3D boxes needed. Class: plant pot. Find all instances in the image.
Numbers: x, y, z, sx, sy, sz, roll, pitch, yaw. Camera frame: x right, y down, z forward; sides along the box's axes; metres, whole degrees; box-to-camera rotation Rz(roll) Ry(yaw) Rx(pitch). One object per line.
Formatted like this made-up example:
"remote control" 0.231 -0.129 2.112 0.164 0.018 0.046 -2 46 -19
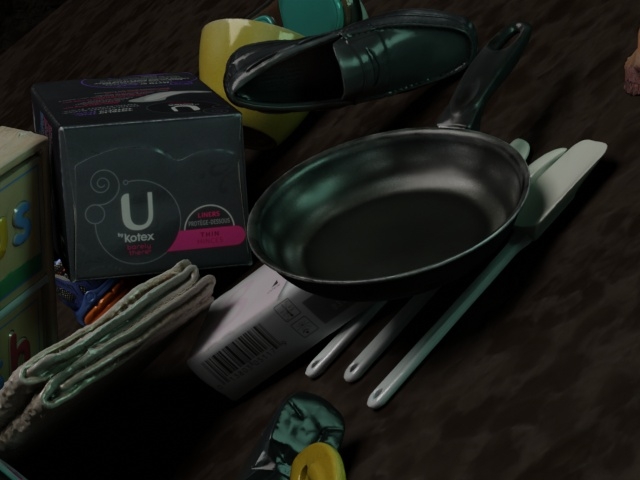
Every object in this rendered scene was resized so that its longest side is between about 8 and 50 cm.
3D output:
"plant pot" -0.063 -0.144 1.828 0.134 0.134 0.095 -12 59 56

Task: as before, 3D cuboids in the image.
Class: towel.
"towel" -0.196 0.109 1.484 0.187 0.049 0.282 -34 -5 -33

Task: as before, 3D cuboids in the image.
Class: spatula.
"spatula" 0.091 0.016 1.315 0.242 0.019 0.168 -46 20 -9

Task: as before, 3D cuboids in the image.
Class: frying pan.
"frying pan" 0.055 -0.052 1.334 0.197 0.053 0.326 -8 30 12

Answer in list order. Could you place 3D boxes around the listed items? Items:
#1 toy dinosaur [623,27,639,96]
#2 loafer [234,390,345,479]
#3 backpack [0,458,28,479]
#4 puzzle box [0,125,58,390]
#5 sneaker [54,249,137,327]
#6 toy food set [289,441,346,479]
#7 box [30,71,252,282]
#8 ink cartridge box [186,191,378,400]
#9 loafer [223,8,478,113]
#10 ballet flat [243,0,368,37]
"toy dinosaur" 0.259 -0.127 1.136 0.295 0.127 0.200 -30 29 49
"loafer" -0.036 0.175 1.192 0.170 0.062 0.061 -56 0 -41
"backpack" -0.291 0.222 1.384 0.166 0.188 0.144 -49 20 -14
"puzzle box" -0.339 0.102 1.518 0.052 0.272 0.409 12 29 21
"sneaker" -0.238 0.014 1.874 0.083 0.087 0.221 -43 19 -1
"toy food set" 0.005 0.215 0.977 0.128 0.071 0.218 130 155 -50
"box" -0.170 -0.064 1.723 0.165 0.143 0.270 -6 13 -12
"ink cartridge box" 0.000 0.000 1.460 0.189 0.066 0.232 -37 23 30
"loafer" 0.027 -0.147 1.610 0.223 0.076 0.078 -9 24 3
"ballet flat" -0.014 -0.220 1.909 0.096 0.095 0.280 -15 0 -31
